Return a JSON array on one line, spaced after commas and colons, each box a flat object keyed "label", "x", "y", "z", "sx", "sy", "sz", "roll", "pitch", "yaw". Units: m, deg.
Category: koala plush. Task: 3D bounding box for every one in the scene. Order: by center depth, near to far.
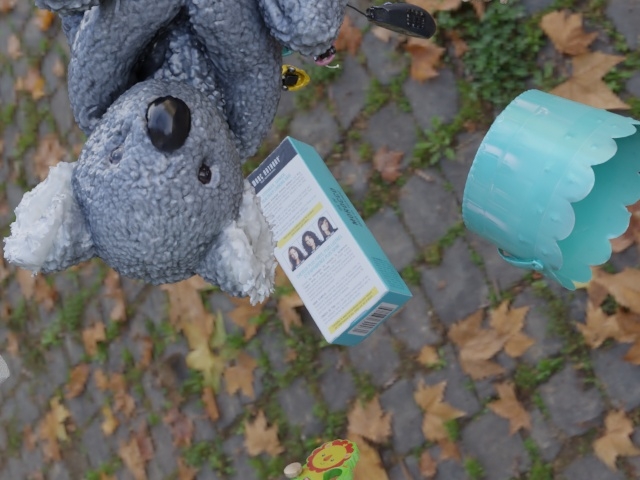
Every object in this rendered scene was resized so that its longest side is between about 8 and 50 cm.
[{"label": "koala plush", "x": -0.097, "y": -0.069, "z": 0.688, "sx": 0.203, "sy": 0.196, "sz": 0.221, "roll": 125, "pitch": 150, "yaw": -63}]

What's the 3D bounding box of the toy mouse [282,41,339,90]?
[{"label": "toy mouse", "x": -0.026, "y": -0.299, "z": 1.649, "sx": 0.031, "sy": 0.161, "sz": 0.143, "roll": 46, "pitch": 130, "yaw": 37}]

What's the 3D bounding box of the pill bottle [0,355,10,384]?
[{"label": "pill bottle", "x": -0.424, "y": 0.175, "z": 1.213, "sx": 0.137, "sy": 0.078, "sz": 0.078, "roll": -41, "pitch": 59, "yaw": -1}]

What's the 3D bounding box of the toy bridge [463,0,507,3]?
[{"label": "toy bridge", "x": 0.119, "y": -0.218, "z": 0.829, "sx": 0.188, "sy": 0.026, "sz": 0.063, "roll": -100, "pitch": 10, "yaw": -56}]

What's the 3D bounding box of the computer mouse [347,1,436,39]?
[{"label": "computer mouse", "x": 0.064, "y": -0.332, "z": 1.508, "sx": 0.071, "sy": 0.242, "sz": 0.041, "roll": 24, "pitch": 100, "yaw": 56}]

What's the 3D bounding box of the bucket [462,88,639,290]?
[{"label": "bucket", "x": 0.352, "y": -0.081, "z": 1.602, "sx": 0.183, "sy": 0.281, "sz": 0.281, "roll": 29, "pitch": 118, "yaw": 29}]

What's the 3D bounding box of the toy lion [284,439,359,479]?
[{"label": "toy lion", "x": 0.010, "y": 0.286, "z": 1.344, "sx": 0.100, "sy": 0.096, "sz": 0.034, "roll": 22, "pitch": 138, "yaw": 64}]

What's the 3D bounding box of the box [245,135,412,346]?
[{"label": "box", "x": 0.000, "y": 0.000, "z": 1.280, "sx": 0.100, "sy": 0.060, "sz": 0.244, "roll": -43, "pitch": 61, "yaw": 20}]
